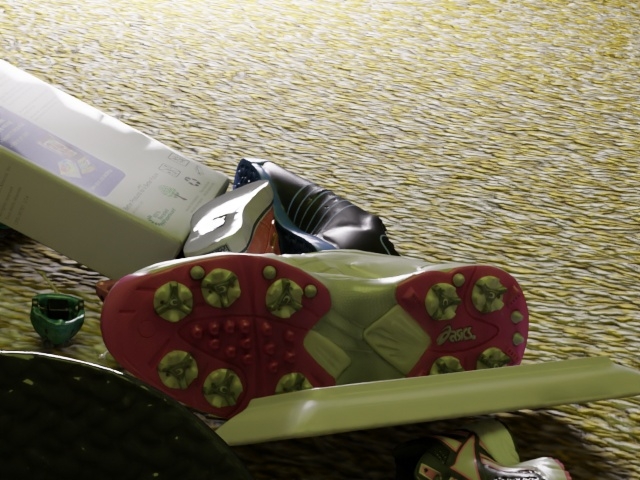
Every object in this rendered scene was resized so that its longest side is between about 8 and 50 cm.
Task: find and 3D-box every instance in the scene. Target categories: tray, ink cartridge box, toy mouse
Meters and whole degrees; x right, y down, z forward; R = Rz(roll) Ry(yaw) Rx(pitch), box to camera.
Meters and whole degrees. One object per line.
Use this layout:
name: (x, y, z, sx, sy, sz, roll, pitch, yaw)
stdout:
tray: (0.072, 0.101, 1.211, 0.270, 0.030, 0.145, -4, -7, -26)
ink cartridge box: (-0.245, -0.078, 1.514, 0.332, 0.065, 0.165, 29, 23, 1)
toy mouse: (-0.155, 0.056, 1.366, 0.143, 0.031, 0.161, 19, 23, 33)

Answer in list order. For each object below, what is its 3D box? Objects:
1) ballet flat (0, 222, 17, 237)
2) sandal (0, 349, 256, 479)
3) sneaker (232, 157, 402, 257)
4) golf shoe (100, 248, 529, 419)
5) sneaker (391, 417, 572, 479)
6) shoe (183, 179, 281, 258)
ballet flat: (-0.267, -0.041, 1.592, 0.070, 0.070, 0.188, 12, 18, 18)
sandal: (-0.235, 0.127, 0.960, 0.445, 0.168, 0.107, 6, 1, 1)
sneaker: (0.000, 0.000, 1.514, 0.090, 0.081, 0.232, 2, 25, -24)
golf shoe: (-0.013, 0.059, 1.312, 0.306, 0.115, 0.140, 4, 7, -24)
sneaker: (0.091, 0.156, 1.109, 0.077, 0.072, 0.178, -5, 9, -14)
shoe: (-0.057, 0.015, 1.429, 0.063, 0.081, 0.178, -22, 14, 11)
